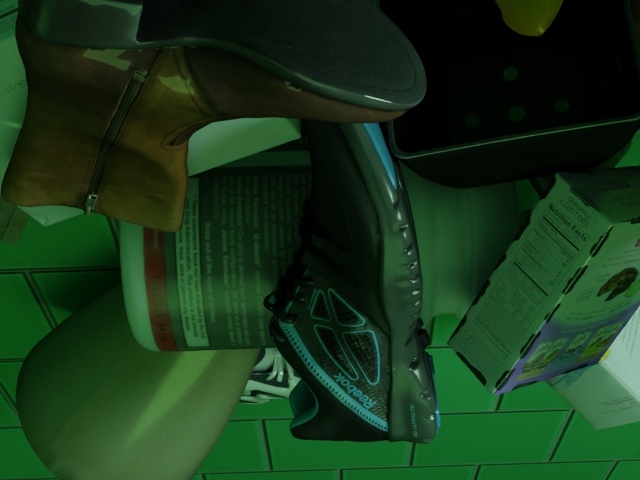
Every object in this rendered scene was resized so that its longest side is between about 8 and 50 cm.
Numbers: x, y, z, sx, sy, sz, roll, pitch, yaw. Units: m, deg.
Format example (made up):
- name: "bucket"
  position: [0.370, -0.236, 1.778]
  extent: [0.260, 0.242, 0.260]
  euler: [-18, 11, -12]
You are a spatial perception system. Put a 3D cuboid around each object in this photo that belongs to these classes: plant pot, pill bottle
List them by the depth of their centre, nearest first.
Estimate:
- name: "plant pot"
  position: [0.154, -0.138, 0.881]
  extent: [0.187, 0.188, 0.167]
  euler: [-9, 161, 11]
- name: "pill bottle"
  position: [0.000, 0.000, 1.054]
  extent: [0.362, 0.210, 0.210]
  euler: [-1, 149, 0]
- name: "plant pot"
  position: [-0.182, 0.136, 1.270]
  extent: [0.256, 0.257, 0.274]
  euler: [19, 133, -30]

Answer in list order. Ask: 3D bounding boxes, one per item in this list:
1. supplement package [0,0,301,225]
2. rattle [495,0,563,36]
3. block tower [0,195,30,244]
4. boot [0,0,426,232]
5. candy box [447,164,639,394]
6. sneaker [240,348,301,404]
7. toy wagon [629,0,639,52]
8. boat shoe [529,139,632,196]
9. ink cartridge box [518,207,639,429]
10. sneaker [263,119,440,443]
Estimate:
- name: "supplement package"
  position: [-0.175, -0.150, 0.858]
  extent: [0.261, 0.145, 0.204]
  euler: [-16, 145, 23]
- name: "rattle"
  position: [0.100, -0.252, 0.719]
  extent: [0.130, 0.143, 0.200]
  euler: [8, 159, 20]
- name: "block tower"
  position: [-0.419, -0.085, 1.010]
  extent: [0.335, 0.091, 0.097]
  euler: [13, 147, -23]
- name: "boot"
  position: [-0.089, -0.071, 0.762]
  extent: [0.264, 0.096, 0.280]
  euler: [7, 148, -14]
- name: "candy box"
  position: [0.227, 0.032, 0.950]
  extent: [0.164, 0.070, 0.196]
  euler: [-7, 134, -44]
- name: "sneaker"
  position: [-0.054, 0.155, 1.420]
  extent: [0.234, 0.094, 0.153]
  euler: [-7, 159, 28]
- name: "toy wagon"
  position: [0.287, -0.151, 0.774]
  extent: [0.068, 0.267, 0.344]
  euler: [-25, 108, 1]
- name: "boat shoe"
  position: [0.249, -0.082, 1.006]
  extent: [0.072, 0.190, 0.068]
  euler: [-33, 93, 32]
- name: "ink cartridge box"
  position: [0.285, 0.080, 1.172]
  extent: [0.212, 0.154, 0.093]
  euler: [41, 140, -20]
- name: "sneaker"
  position: [0.015, 0.041, 0.885]
  extent: [0.139, 0.125, 0.341]
  euler: [-7, 120, 5]
